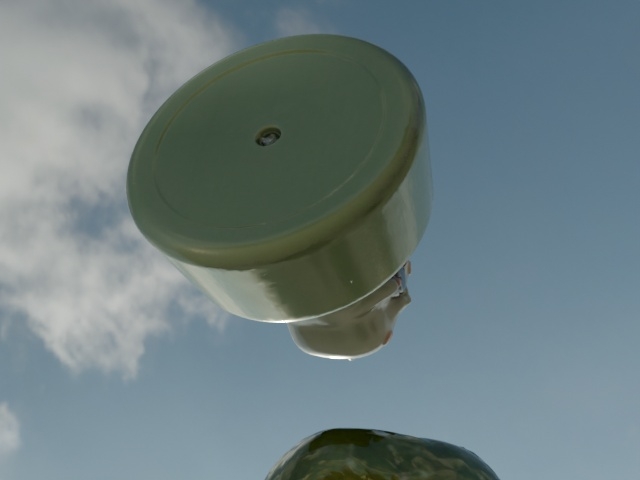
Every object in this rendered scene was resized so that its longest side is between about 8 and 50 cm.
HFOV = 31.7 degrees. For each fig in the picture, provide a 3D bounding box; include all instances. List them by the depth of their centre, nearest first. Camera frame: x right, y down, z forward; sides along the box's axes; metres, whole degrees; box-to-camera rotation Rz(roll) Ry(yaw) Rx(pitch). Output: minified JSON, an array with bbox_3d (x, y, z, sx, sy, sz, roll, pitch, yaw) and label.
[{"bbox_3d":[0.042,0.302,0.928,0.233,0.233,0.314,11,-78,-21],"label":"fig"}]

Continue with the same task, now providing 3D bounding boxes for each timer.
[{"bbox_3d":[0.000,0.000,1.139,0.291,0.290,0.315,-28,-45,-2],"label":"timer"}]
